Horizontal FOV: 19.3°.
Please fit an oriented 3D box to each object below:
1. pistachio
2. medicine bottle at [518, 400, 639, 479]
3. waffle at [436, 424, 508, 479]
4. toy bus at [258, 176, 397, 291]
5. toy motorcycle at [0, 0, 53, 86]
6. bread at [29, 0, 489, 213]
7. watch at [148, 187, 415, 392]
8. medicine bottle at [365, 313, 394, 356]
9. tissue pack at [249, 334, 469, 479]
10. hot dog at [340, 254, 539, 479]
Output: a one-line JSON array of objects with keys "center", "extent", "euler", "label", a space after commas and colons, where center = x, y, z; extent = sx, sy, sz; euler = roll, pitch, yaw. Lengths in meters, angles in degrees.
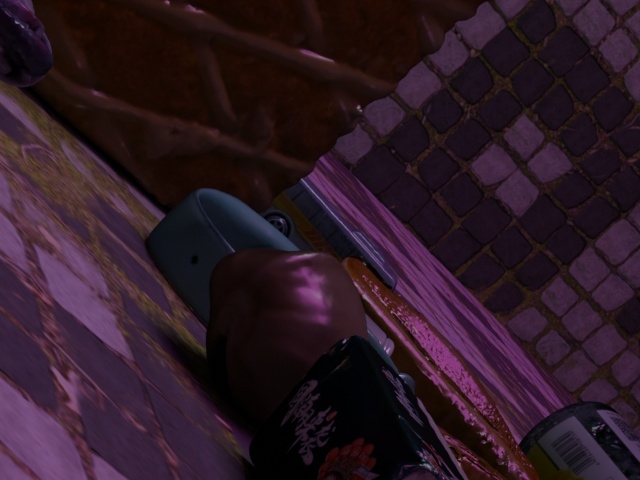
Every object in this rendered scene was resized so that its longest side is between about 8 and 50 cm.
[{"center": [-0.018, 0.063, 1.203], "extent": [0.113, 0.113, 0.149], "euler": [51, 2, 32], "label": "pistachio"}, {"center": [0.316, 0.301, 1.871], "extent": [0.141, 0.141, 0.293], "euler": [41, 8, -48], "label": "medicine bottle"}, {"center": [0.158, 0.229, 1.400], "extent": [0.300, 0.058, 0.281], "euler": [39, 0, 7], "label": "waffle"}, {"center": [0.000, 0.000, 1.931], "extent": [0.190, 0.075, 0.064], "euler": [46, 5, 0], "label": "toy bus"}, {"center": [-0.264, -0.179, 1.141], "extent": [0.260, 0.110, 0.171], "euler": [40, -10, -2], "label": "toy motorcycle"}, {"center": [-0.096, -0.262, 1.536], "extent": [0.390, 0.371, 0.279], "euler": [41, 7, -40], "label": "bread"}, {"center": [-0.028, 0.052, 1.407], "extent": [0.237, 0.068, 0.195], "euler": [43, 8, -27], "label": "watch"}, {"center": [0.015, 0.077, 1.600], "extent": [0.089, 0.057, 0.057], "euler": [46, 6, -13], "label": "medicine bottle"}, {"center": [0.026, 0.138, 1.040], "extent": [0.090, 0.103, 0.170], "euler": [41, 7, -21], "label": "tissue pack"}, {"center": [0.102, 0.139, 1.796], "extent": [0.289, 0.068, 0.083], "euler": [51, 29, 0], "label": "hot dog"}]
